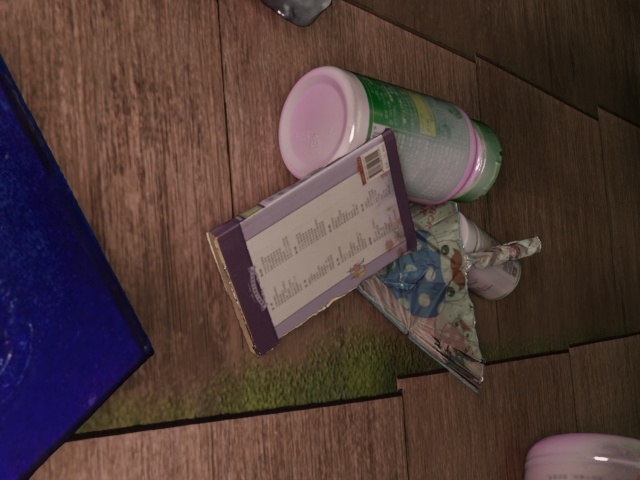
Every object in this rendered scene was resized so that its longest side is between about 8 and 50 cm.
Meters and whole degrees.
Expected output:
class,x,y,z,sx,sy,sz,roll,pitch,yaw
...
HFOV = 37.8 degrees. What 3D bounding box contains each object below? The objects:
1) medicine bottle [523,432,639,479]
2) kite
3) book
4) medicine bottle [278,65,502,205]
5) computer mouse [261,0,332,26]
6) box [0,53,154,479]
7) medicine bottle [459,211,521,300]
class,x,y,z,sx,sy,sz,roll,pitch,yaw
medicine bottle,0.424,0.468,1.421,0.241,0.241,0.302,39,53,-45
kite,0.170,0.036,1.222,0.314,0.011,0.336,-8,87,-28
book,-0.001,0.000,0.975,0.231,0.026,0.158,-33,126,-24
medicine bottle,0.092,-0.113,1.100,0.274,0.133,0.134,9,76,-41
computer mouse,-0.042,-0.414,1.030,0.203,0.114,0.374,27,69,-54
box,-0.272,0.035,0.604,0.261,0.116,0.279,-47,120,-48
medicine bottle,0.214,0.022,1.341,0.183,0.086,0.086,31,59,-49
